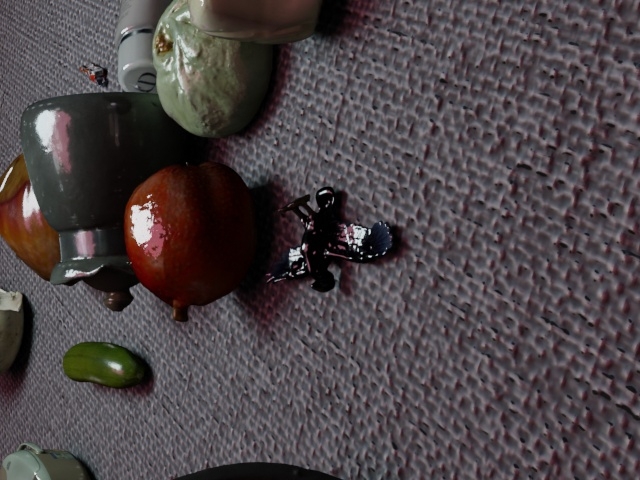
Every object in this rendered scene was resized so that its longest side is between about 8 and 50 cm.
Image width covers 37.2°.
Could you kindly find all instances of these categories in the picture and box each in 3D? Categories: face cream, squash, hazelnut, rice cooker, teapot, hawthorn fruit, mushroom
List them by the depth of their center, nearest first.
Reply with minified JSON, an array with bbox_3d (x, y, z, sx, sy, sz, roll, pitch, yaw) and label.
[{"bbox_3d":[-0.153,0.003,1.138,0.169,0.169,0.188,-15,77,54],"label":"hawthorn fruit"},{"bbox_3d":[-0.306,-0.044,1.315,0.305,0.223,0.285,-5,89,52],"label":"teapot"},{"bbox_3d":[-0.255,-0.350,1.389,0.143,0.089,0.315,-43,45,45],"label":"face cream"},{"bbox_3d":[-0.341,0.189,1.457,0.258,0.069,0.069,-6,82,54],"label":"squash"},{"bbox_3d":[-0.429,-0.031,1.507,0.181,0.181,0.212,-64,26,0],"label":"hazelnut"},{"bbox_3d":[-0.444,0.409,1.532,0.206,0.127,0.145,15,97,58],"label":"rice cooker"},{"bbox_3d":[-0.686,0.185,1.843,0.253,0.195,0.189,14,101,58],"label":"mushroom"}]

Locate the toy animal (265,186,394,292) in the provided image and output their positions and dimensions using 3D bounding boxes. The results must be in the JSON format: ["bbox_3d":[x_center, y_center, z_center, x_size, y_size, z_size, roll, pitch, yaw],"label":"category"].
[{"bbox_3d":[0.000,0.000,1.011,0.220,0.062,0.108,-22,87,51],"label":"toy animal"}]

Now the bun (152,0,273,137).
[{"bbox_3d":[-0.145,-0.226,1.184,0.195,0.118,0.196,-2,87,53],"label":"bun"}]

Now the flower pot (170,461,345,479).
[{"bbox_3d":[-0.048,0.418,0.838,0.251,0.379,0.379,97,151,-41],"label":"flower pot"}]

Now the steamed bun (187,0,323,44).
[{"bbox_3d":[-0.081,-0.324,1.068,0.152,0.169,0.239,143,128,-70],"label":"steamed bun"}]

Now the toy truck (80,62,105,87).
[{"bbox_3d":[-0.384,-0.281,1.608,0.083,0.024,0.032,29,132,55],"label":"toy truck"}]
